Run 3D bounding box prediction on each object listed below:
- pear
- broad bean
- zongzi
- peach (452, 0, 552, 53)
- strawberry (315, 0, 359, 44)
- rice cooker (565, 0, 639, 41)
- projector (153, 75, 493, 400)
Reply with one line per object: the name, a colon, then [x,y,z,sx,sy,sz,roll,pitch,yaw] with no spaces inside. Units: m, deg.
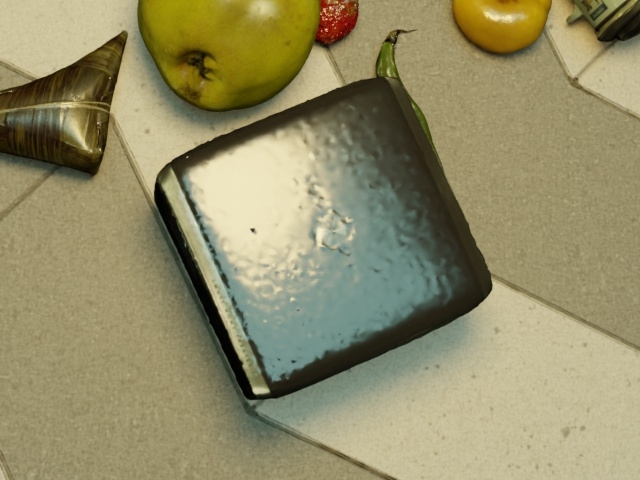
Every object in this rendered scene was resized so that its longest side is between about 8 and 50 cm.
pear: [-0.129,-0.384,1.660,0.287,0.287,0.375,28,65,-4]
broad bean: [0.152,-0.208,1.776,0.098,0.056,0.318,-5,83,-23]
zongzi: [-0.445,-0.241,1.671,0.247,0.111,0.241,10,74,-5]
peach: [0.308,-0.409,1.807,0.179,0.103,0.179,1,79,-7]
strawberry: [0.019,-0.378,1.759,0.106,0.106,0.106,1,82,-9]
rice cooker: [0.522,-0.482,1.774,0.316,0.264,0.317,7,107,23]
projector: [0.000,0.000,1.636,0.405,0.242,0.395,-24,86,-12]
